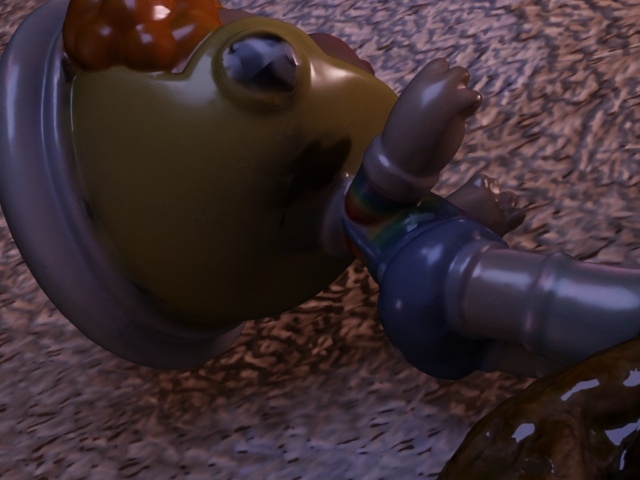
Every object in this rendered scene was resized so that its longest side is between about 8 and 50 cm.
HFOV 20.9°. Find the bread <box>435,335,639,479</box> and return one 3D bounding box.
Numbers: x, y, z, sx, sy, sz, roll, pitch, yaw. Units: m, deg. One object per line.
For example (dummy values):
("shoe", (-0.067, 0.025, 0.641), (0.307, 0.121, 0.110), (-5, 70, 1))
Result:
("bread", (0.146, 0.125, 0.690), (0.230, 0.123, 0.230), (-13, 42, 12))

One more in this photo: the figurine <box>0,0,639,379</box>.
("figurine", (-0.009, -0.011, 0.874), (0.382, 0.224, 0.205), (20, 76, 40))
